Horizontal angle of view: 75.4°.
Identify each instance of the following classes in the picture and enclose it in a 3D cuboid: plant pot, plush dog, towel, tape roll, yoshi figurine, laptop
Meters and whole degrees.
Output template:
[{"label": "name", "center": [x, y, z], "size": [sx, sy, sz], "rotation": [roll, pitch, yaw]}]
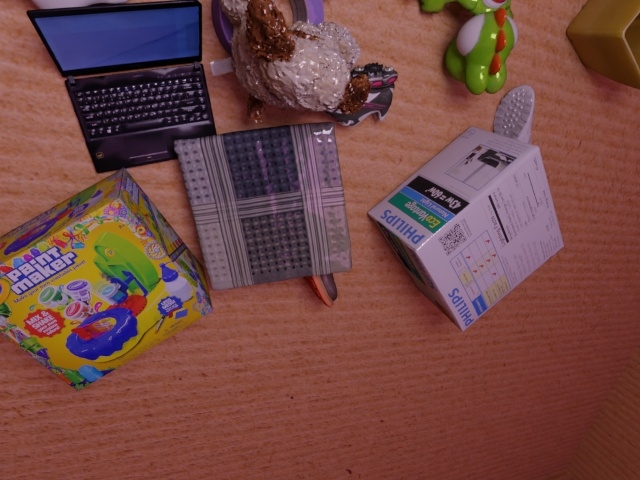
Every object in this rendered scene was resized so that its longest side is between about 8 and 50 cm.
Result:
[{"label": "plant pot", "center": [0.755, -0.527, 1.021], "size": [0.212, 0.187, 0.212], "rotation": [30, 99, -33]}, {"label": "plush dog", "center": [-0.046, -0.272, 0.648], "size": [0.263, 0.225, 0.210], "rotation": [18, 106, -33]}, {"label": "towel", "center": [-0.104, -0.061, 0.838], "size": [0.313, 0.056, 0.323], "rotation": [-8, 110, -1]}, {"label": "tape roll", "center": [-0.094, -0.405, 0.746], "size": [0.189, 0.080, 0.188], "rotation": [-11, 120, -21]}, {"label": "yoshi figurine", "center": [0.330, -0.495, 0.878], "size": [0.203, 0.204, 0.361], "rotation": [-24, 116, -55]}, {"label": "laptop", "center": [-0.298, -0.243, 0.697], "size": [0.235, 0.136, 0.264], "rotation": [-15, 120, -18]}]

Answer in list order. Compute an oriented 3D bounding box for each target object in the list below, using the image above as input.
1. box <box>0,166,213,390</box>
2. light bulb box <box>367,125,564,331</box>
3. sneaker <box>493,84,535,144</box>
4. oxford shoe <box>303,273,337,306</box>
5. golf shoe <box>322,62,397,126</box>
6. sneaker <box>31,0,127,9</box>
[{"label": "box", "center": [-0.410, 0.070, 0.774], "size": [0.290, 0.177, 0.279], "rotation": [-32, 123, -4]}, {"label": "light bulb box", "center": [0.382, -0.028, 1.073], "size": [0.361, 0.225, 0.357], "rotation": [-39, 125, -2]}, {"label": "sneaker", "center": [0.522, -0.294, 1.102], "size": [0.095, 0.090, 0.234], "rotation": [-19, 126, -31]}, {"label": "oxford shoe", "center": [0.000, 0.000, 0.969], "size": [0.133, 0.130, 0.363], "rotation": [-26, 123, -16]}, {"label": "golf shoe", "center": [0.036, -0.288, 0.856], "size": [0.273, 0.105, 0.120], "rotation": [-14, 127, -18]}, {"label": "sneaker", "center": [-0.319, -0.443, 0.623], "size": [0.297, 0.111, 0.129], "rotation": [-38, 140, 1]}]
